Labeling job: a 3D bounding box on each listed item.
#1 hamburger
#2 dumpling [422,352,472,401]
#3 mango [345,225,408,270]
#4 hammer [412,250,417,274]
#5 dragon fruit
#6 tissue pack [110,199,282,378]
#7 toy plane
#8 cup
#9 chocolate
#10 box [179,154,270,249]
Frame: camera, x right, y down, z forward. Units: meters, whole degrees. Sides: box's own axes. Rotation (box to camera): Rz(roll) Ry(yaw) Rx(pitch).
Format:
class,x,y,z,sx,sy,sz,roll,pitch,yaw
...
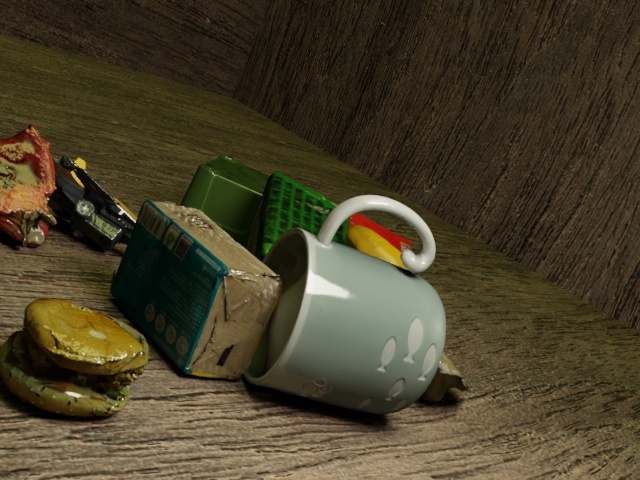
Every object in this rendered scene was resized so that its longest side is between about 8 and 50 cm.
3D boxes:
class,x,y,z,sx,sy,sz,roll,pitch,yaw
hamburger,-0.312,0.155,1.184,0.177,0.113,0.185,22,4,20
dumpling,0.205,0.242,1.748,0.166,0.086,0.332,50,1,-13
mango,0.103,0.030,1.684,0.098,0.075,0.190,31,17,-47
hammer,0.094,0.032,2.383,0.305,0.113,0.202,9,15,-22
dragon fruit,-0.557,-0.066,1.600,0.211,0.134,0.262,41,38,14
tissue pack,-0.202,0.075,1.474,0.134,0.192,0.271,9,20,-42
toy plane,-0.382,-0.018,1.730,0.316,0.204,0.103,41,56,5
cup,0.062,0.100,1.484,0.274,0.357,0.259,20,19,-22
chocolate,0.013,0.060,1.804,0.341,0.161,0.360,27,24,-12
box,-0.187,-0.076,2.118,0.252,0.178,0.329,25,13,-1
